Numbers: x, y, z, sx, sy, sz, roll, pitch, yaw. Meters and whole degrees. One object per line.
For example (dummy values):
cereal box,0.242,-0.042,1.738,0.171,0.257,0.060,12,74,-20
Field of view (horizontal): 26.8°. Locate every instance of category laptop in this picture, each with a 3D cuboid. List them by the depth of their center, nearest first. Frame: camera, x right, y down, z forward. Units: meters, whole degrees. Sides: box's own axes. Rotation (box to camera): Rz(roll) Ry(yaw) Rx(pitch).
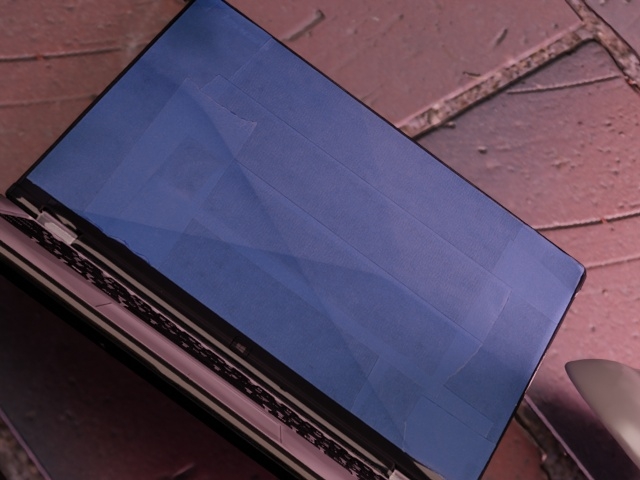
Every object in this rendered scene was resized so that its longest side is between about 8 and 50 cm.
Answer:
laptop,0.000,0.000,0.857,0.382,0.408,0.236,36,88,-1

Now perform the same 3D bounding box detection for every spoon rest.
spoon rest,0.266,0.190,0.941,0.276,0.137,0.084,45,97,0
